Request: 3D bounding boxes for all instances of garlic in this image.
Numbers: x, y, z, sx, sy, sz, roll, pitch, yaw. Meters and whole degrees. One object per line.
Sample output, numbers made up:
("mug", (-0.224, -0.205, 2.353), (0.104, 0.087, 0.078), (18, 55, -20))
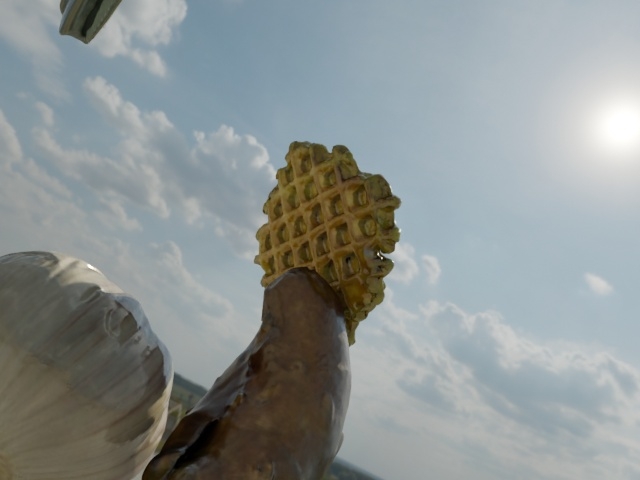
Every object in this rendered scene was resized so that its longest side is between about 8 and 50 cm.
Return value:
("garlic", (-0.315, 0.159, 0.599), (0.317, 0.318, 0.259), (21, 21, 14))

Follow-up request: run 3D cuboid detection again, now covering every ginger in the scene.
("ginger", (-0.056, 0.187, 0.594), (0.165, 0.321, 0.172), (-5, -48, 37))

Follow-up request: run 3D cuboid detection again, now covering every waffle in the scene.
("waffle", (-0.001, 0.000, 0.717), (0.052, 0.255, 0.245), (-2, 32, -44))

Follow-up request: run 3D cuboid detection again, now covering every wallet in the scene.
("wallet", (-0.385, -0.503, 0.984), (0.083, 0.252, 0.360), (30, 23, -36))
